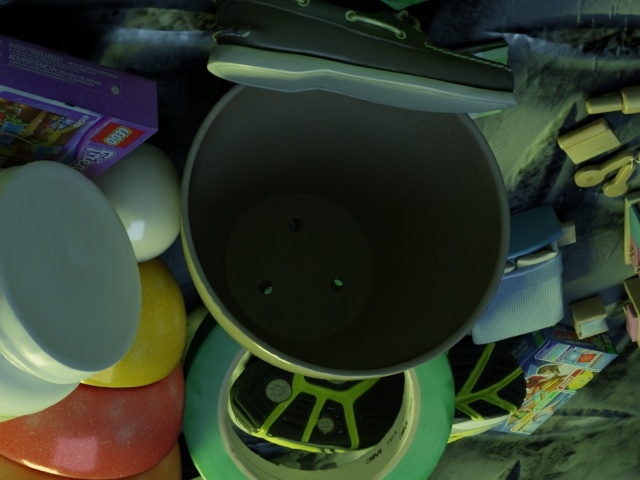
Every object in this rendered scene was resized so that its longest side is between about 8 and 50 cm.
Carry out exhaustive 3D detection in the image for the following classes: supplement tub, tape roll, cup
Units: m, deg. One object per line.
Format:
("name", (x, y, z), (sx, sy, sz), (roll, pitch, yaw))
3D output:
("supplement tub", (-0.355, 0.066, 1.583), (0.324, 0.235, 0.235), (-18, 147, 29))
("tape roll", (-0.004, 0.185, 1.990), (0.321, 0.077, 0.321), (-2, 106, -6))
("cup", (0.000, 0.000, 1.740), (0.331, 0.331, 0.237), (-6, 167, -16))

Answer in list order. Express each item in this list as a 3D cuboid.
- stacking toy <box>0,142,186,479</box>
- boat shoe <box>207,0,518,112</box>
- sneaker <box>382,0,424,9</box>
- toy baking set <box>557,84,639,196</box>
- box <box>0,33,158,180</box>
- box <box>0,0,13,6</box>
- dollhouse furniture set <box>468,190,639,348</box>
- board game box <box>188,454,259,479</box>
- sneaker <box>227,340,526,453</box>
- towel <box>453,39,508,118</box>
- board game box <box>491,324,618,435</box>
("stacking toy", (-0.258, 0.102, 1.791), (0.350, 0.350, 0.480), (5, 119, -28))
("boat shoe", (0.047, -0.182, 1.615), (0.305, 0.091, 0.109), (8, 171, -11))
("sneaker", (0.112, -0.280, 1.581), (0.295, 0.109, 0.123), (-1, 170, -28))
("toy baking set", (0.398, -0.123, 1.944), (0.256, 0.030, 0.197), (-11, 149, 1))
("box", (-0.316, -0.092, 1.598), (0.201, 0.057, 0.293), (15, 149, -36))
("box", (-0.358, -0.188, 1.437), (0.233, 0.159, 0.044), (-24, 99, 1))
("dollhouse furniture set", (0.308, 0.115, 2.070), (0.303, 0.198, 0.286), (-16, 143, -2))
("board game box", (-0.294, 0.444, 2.230), (0.390, 0.050, 0.390), (-43, 163, 30))
("sneaker", (0.068, 0.221, 2.161), (0.384, 0.145, 0.147), (1, 151, -14))
("towel", (0.123, -0.161, 1.789), (0.152, 0.023, 0.113), (-13, 146, -10))
("board game box", (0.290, 0.191, 2.297), (0.136, 0.035, 0.201), (13, 134, -35))
